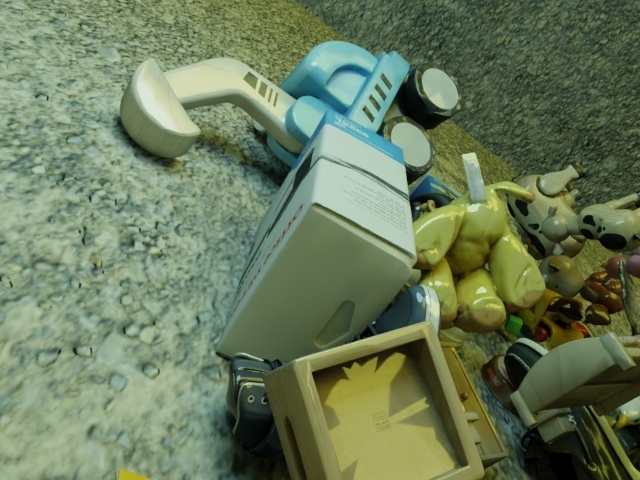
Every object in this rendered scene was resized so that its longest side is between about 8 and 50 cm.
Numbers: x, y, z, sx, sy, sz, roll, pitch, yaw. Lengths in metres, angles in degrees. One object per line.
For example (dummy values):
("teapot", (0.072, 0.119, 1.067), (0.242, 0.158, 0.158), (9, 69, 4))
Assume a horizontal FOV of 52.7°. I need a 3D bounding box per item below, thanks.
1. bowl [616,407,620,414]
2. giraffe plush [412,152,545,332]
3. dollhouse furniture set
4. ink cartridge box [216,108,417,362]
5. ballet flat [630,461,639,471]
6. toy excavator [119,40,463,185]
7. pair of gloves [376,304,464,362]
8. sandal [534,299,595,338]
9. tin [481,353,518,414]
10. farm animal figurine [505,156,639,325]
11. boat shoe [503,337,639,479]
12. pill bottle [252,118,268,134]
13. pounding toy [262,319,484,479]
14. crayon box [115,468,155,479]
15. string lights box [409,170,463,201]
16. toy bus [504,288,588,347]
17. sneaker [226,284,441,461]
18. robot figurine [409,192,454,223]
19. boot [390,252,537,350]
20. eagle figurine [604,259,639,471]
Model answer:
("bowl", (0.516, 0.273, 1.248), (0.142, 0.053, 0.142), (41, 24, 5))
("giraffe plush", (0.163, 0.010, 0.826), (0.181, 0.210, 0.170), (5, -7, -12))
("dollhouse furniture set", (0.248, 0.120, 0.757), (0.303, 0.355, 0.174), (11, 45, -44))
("ink cartridge box", (0.000, 0.000, 0.801), (0.129, 0.223, 0.307), (29, 26, -11))
("ballet flat", (0.468, 0.362, 1.001), (0.073, 0.080, 0.232), (20, 30, -34))
("toy excavator", (-0.042, -0.212, 1.070), (0.445, 0.222, 0.433), (37, 57, -13))
("pair of gloves", (0.146, 0.151, 0.989), (0.198, 0.023, 0.159), (31, 26, -16))
("sandal", (0.505, 0.176, 1.387), (0.049, 0.072, 0.180), (-23, 62, -45))
("tin", (0.349, 0.250, 1.084), (0.189, 0.040, 0.106), (23, 25, -30))
("farm animal figurine", (0.427, -0.002, 1.108), (0.330, 0.172, 0.327), (72, -8, -53))
("boat shoe", (0.345, 0.300, 0.912), (0.340, 0.113, 0.127), (61, -13, 23))
("pill bottle", (-0.025, -0.225, 1.277), (0.215, 0.117, 0.117), (14, 34, -41))
("pounding toy", (0.010, 0.181, 0.498), (0.206, 0.094, 0.181), (-12, 76, -25))
("crayon box", (-0.046, 0.294, 0.357), (0.203, 0.083, 0.323), (28, 13, -23))
("string lights box", (0.271, -0.046, 1.425), (0.133, 0.077, 0.260), (34, 25, -12))
("toy bus", (0.456, 0.135, 1.264), (0.202, 0.104, 0.191), (26, 21, 24))
("sneaker", (0.005, 0.120, 0.620), (0.163, 0.226, 0.086), (27, 7, -17))
("robot figurine", (0.231, 0.015, 1.152), (0.278, 0.173, 0.209), (21, 30, -33))
("boot", (0.167, 0.017, 0.979), (0.262, 0.203, 0.095), (41, 24, 7))
("eagle figurine", (0.486, 0.200, 0.916), (0.226, 0.298, 0.225), (17, 31, 13))
